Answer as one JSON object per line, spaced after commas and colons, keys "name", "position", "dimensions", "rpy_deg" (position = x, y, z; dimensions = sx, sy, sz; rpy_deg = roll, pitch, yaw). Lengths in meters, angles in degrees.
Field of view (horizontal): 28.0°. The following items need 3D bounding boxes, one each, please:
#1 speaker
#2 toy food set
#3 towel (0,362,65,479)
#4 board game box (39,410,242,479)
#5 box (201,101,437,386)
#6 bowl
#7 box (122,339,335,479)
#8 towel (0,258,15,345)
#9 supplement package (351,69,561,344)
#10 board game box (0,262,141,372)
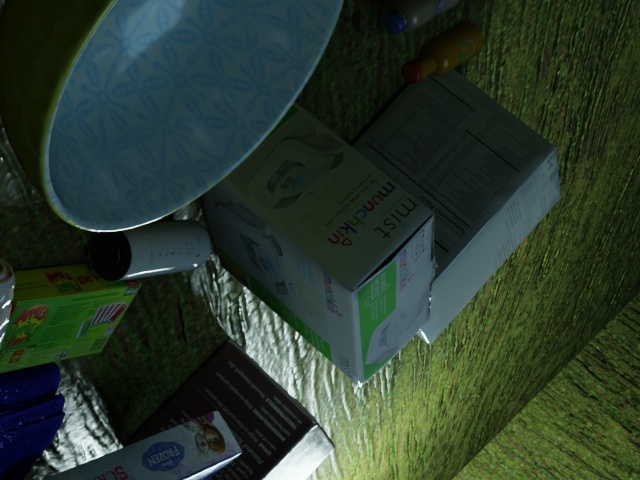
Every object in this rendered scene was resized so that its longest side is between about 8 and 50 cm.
{"name": "speaker", "position": [-0.170, 0.009, 1.290], "dimensions": [0.055, 0.055, 0.136], "rpy_deg": [-57, 158, 21]}
{"name": "toy food set", "position": [0.125, -0.276, 1.302], "dimensions": [0.104, 0.111, 0.232], "rpy_deg": [-35, 158, -33]}
{"name": "towel", "position": [-0.385, 0.228, 1.210], "dimensions": [0.227, 0.076, 0.308], "rpy_deg": [-57, 158, 18]}
{"name": "board game box", "position": [-0.293, 0.335, 1.474], "dimensions": [0.318, 0.066, 0.319], "rpy_deg": [-41, 165, 31]}
{"name": "box", "position": [0.000, 0.000, 1.366], "dimensions": [0.127, 0.231, 0.262], "rpy_deg": [-43, 159, -17]}
{"name": "bowl", "position": [-0.131, -0.165, 0.921], "dimensions": [0.289, 0.156, 0.289], "rpy_deg": [-40, 157, -21]}
{"name": "box", "position": [-0.116, 0.274, 1.697], "dimensions": [0.203, 0.167, 0.168], "rpy_deg": [-46, 159, -8]}
{"name": "towel", "position": [-0.405, 0.153, 0.952], "dimensions": [0.317, 0.053, 0.331], "rpy_deg": [-6, 136, -34]}
{"name": "supplement package", "position": [0.140, -0.045, 1.610], "dimensions": [0.262, 0.198, 0.199], "rpy_deg": [-48, 160, -4]}
{"name": "board game box", "position": [-0.261, 0.072, 1.234], "dimensions": [0.092, 0.043, 0.181], "rpy_deg": [-57, 158, 20]}
